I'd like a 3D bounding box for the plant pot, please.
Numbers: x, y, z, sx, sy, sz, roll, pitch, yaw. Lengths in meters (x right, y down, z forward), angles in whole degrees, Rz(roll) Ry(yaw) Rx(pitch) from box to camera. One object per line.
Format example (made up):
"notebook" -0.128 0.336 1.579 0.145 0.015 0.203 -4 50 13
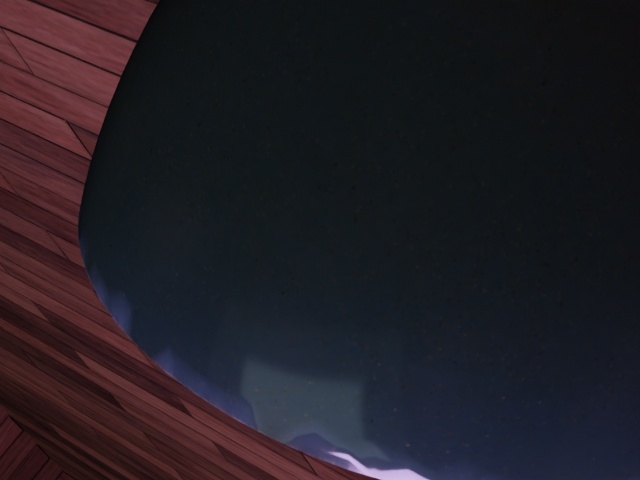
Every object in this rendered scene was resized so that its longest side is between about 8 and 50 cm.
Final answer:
"plant pot" 0.065 -0.069 0.602 0.290 0.290 0.195 29 123 25
